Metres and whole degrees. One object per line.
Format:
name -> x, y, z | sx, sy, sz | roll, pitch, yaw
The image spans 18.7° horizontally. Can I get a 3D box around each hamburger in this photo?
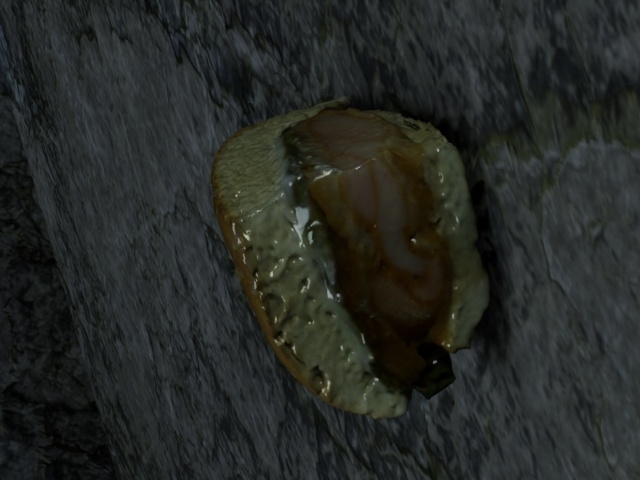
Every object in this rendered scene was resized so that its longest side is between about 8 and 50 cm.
hamburger -> 0.000, 0.000, 1.112 | 0.207, 0.135, 0.155 | -135, 33, -63
